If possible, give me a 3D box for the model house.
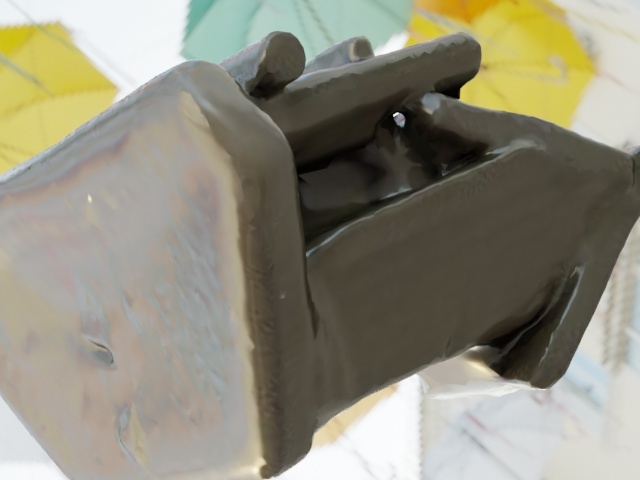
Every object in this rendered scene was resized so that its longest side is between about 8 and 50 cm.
[{"bbox_3d":[-0.002,0.008,0.594,0.188,0.122,0.229,-14,-7,-32],"label":"model house"}]
